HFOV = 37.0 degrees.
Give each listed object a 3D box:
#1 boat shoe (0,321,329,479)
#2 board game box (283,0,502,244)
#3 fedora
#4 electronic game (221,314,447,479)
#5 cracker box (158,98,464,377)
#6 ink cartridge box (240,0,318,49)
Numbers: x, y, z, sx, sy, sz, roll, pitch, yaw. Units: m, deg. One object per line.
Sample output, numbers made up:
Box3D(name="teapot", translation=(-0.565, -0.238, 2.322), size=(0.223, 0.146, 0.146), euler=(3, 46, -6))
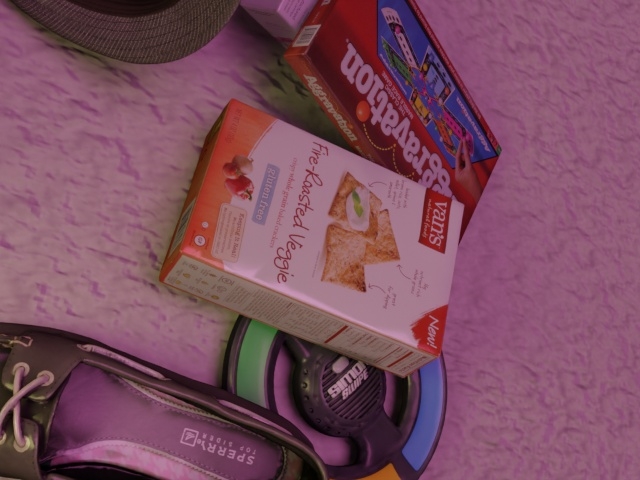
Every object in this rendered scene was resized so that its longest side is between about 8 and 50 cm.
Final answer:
Box3D(name="boat shoe", translation=(-0.147, 0.132, 0.688), size=(0.335, 0.095, 0.112), euler=(19, 76, -19))
Box3D(name="board game box", translation=(0.079, -0.122, 0.881), size=(0.281, 0.027, 0.145), euler=(50, 59, -39))
Box3D(name="fedora", translation=(-0.151, -0.277, 0.731), size=(0.275, 0.243, 0.124), euler=(27, 33, 4))
Box3D(name="electronic game", translation=(0.019, 0.127, 0.840), size=(0.229, 0.048, 0.229), euler=(6, 78, -30))
Box3D(name="cracker box", translation=(0.000, 0.000, 0.805), size=(0.232, 0.067, 0.155), euler=(23, 58, -16))
Box3D(name="ink cartridge box", translation=(-0.003, -0.211, 0.852), size=(0.122, 0.052, 0.088), euler=(35, 80, -52))
